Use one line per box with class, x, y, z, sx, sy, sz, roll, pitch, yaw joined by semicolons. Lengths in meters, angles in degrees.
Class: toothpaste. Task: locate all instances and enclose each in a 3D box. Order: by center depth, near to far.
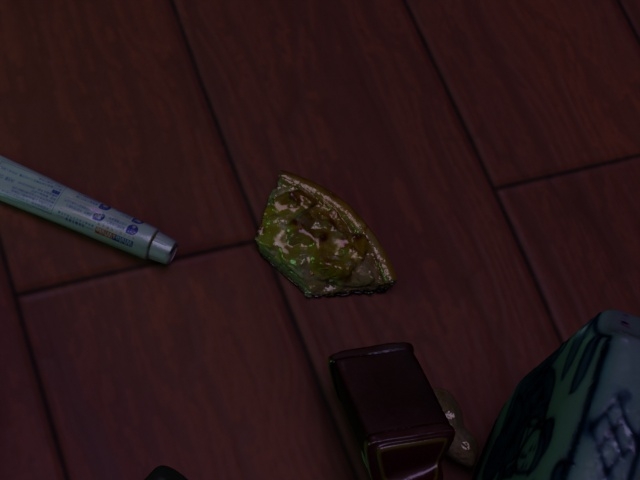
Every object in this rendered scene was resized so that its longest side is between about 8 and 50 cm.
toothpaste;-0.239;-0.031;1.448;0.218;0.033;0.052;24;55;5

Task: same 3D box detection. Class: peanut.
peanut;0.122;0.175;1.408;0.037;0.037;0.083;-21;66;-22

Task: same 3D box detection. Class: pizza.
pizza;0.000;0.000;1.478;0.160;0.036;0.099;43;62;13

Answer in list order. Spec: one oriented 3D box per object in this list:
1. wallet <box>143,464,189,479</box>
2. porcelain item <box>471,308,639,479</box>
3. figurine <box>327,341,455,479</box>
wallet;-0.148;0.317;1.265;0.168;0.052;0.245;39;58;6
porcelain item;0.219;0.221;1.261;0.157;0.286;0.281;26;61;-4
figurine;0.060;0.175;1.355;0.082;0.098;0.154;-5;42;-18
